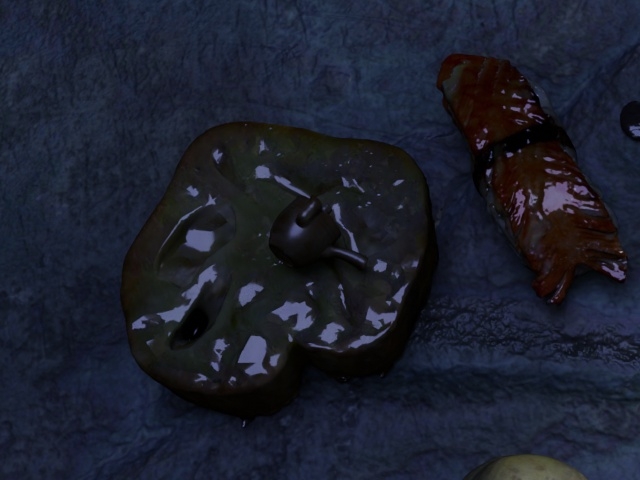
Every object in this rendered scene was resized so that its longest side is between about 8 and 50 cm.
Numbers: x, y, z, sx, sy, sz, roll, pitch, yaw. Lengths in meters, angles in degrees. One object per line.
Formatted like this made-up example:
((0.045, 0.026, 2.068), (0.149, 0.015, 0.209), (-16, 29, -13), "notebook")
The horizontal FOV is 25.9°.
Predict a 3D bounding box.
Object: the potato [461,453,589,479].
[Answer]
((0.248, 0.329, 1.347), (0.296, 0.141, 0.191), (25, 58, 28), "potato")

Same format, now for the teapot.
((0.000, 0.000, 1.512), (0.110, 0.085, 0.080), (39, 73, 12), "teapot")

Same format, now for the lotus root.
((-0.052, 0.017, 1.621), (0.390, 0.111, 0.375), (-30, 56, 1), "lotus root")

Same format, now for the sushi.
((0.234, -0.082, 1.573), (0.124, 0.130, 0.332), (-27, 54, 9), "sushi")

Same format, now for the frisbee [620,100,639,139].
((0.465, -0.167, 1.601), (0.211, 0.012, 0.187), (17, 70, 25), "frisbee")
